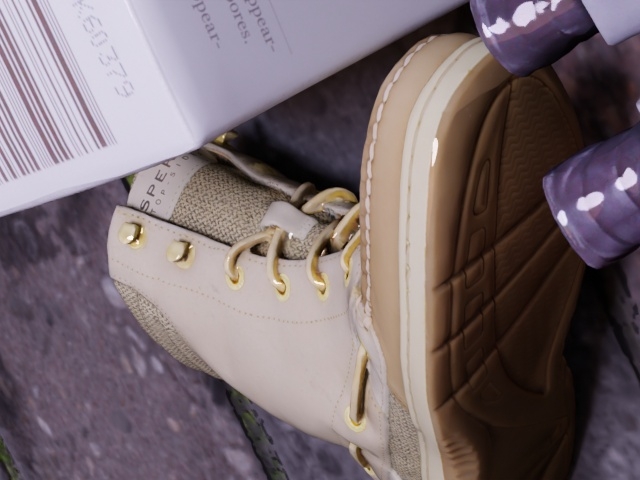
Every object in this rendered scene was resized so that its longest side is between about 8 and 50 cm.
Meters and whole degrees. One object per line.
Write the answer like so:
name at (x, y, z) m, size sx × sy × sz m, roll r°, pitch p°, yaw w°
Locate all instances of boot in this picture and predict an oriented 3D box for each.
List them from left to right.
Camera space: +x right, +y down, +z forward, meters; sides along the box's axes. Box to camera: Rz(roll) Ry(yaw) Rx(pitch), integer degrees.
boot at (0.000, 0.000, 0.617) m, size 0.203 × 0.095 × 0.262 m, roll 32°, pitch 152°, yaw 30°

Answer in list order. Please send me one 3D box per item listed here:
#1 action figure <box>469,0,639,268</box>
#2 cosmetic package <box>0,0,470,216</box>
action figure at (0.172, -0.100, 0.407) m, size 0.285 × 0.099 × 0.185 m, roll -27°, pitch 87°, yaw 37°
cosmetic package at (-0.052, -0.117, 0.546) m, size 0.151 × 0.183 × 0.151 m, roll -14°, pitch 105°, yaw 48°
